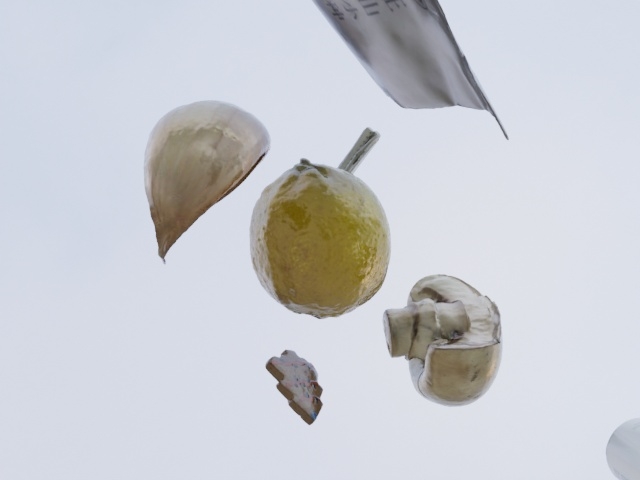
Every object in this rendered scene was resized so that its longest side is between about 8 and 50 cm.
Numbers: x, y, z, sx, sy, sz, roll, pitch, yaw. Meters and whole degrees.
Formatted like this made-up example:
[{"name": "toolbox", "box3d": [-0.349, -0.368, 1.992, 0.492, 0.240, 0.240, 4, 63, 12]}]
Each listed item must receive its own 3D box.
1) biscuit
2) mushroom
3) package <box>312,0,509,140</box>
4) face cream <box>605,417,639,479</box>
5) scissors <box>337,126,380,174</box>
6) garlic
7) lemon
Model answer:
[{"name": "biscuit", "box3d": [-0.031, 0.230, 1.444, 0.019, 0.130, 0.119, -40, -33, 28]}, {"name": "mushroom", "box3d": [0.208, 0.192, 1.604, 0.195, 0.254, 0.189, -3, -66, -5]}, {"name": "package", "box3d": [0.040, -0.183, 0.656, 0.062, 0.251, 0.204, -41, -62, -3]}, {"name": "face cream", "box3d": [0.457, 0.304, 1.078, 0.102, 0.345, 0.102, -1, -84, -7]}, {"name": "scissors", "box3d": [0.023, -0.087, 1.478, 0.030, 0.118, 0.242, 44, -58, 14]}, {"name": "garlic", "box3d": [-0.134, -0.092, 1.004, 0.115, 0.207, 0.128, 47, -51, -13]}, {"name": "lemon", "box3d": [0.000, 0.000, 1.233, 0.192, 0.192, 0.231, -9, -70, -5]}]
